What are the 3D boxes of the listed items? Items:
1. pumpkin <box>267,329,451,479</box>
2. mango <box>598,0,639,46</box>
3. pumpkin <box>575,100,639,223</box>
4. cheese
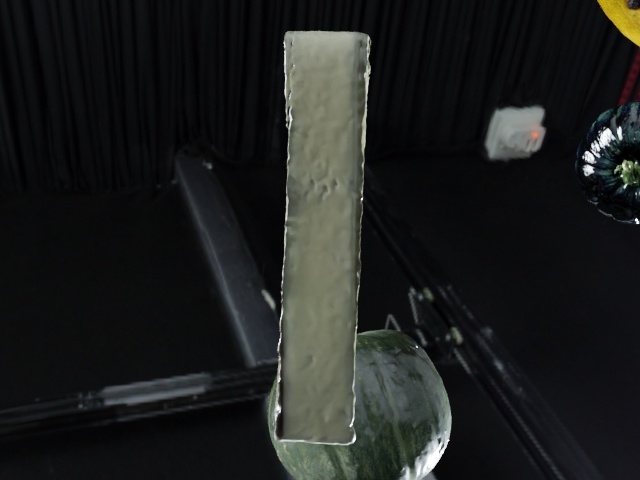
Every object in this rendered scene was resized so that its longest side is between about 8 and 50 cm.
[{"bbox_3d":[0.061,0.274,1.231,0.291,0.258,0.328,-14,173,-3],"label":"pumpkin"},{"bbox_3d":[0.375,-0.338,0.838,0.177,0.295,0.120,-36,-145,5],"label":"mango"},{"bbox_3d":[0.482,-0.114,1.135,0.194,0.194,0.150,23,-117,20],"label":"pumpkin"},{"bbox_3d":[0.001,0.000,0.734,0.085,0.400,0.034,1,-176,0],"label":"cheese"}]
